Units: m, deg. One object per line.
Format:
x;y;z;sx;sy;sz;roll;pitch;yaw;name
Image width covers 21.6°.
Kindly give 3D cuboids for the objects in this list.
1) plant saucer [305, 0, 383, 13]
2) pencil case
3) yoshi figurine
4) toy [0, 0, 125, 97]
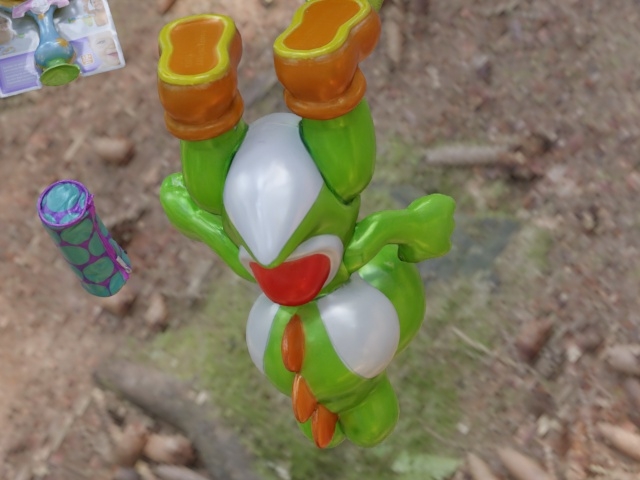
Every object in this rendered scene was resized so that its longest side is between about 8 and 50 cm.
0.023;-0.323;1.901;0.188;0.045;0.188;-113;36;-45;plant saucer
-0.262;-0.002;1.878;0.070;0.151;0.064;2;57;19;pencil case
-0.004;-0.014;1.283;0.203;0.362;0.203;-29;35;-25;yoshi figurine
-0.301;-0.277;1.764;0.137;0.056;0.237;-15;74;-7;toy
